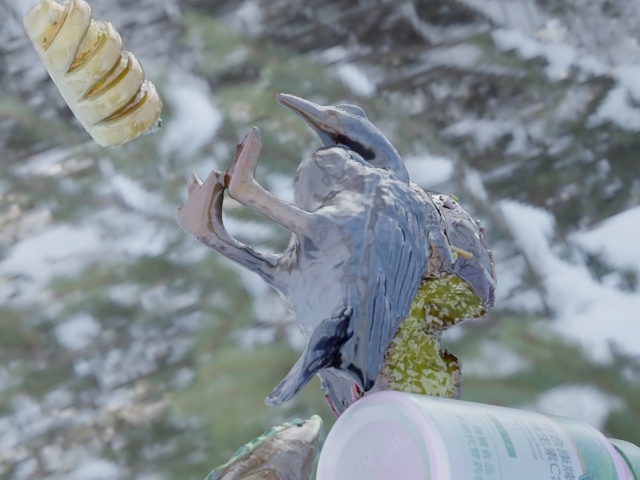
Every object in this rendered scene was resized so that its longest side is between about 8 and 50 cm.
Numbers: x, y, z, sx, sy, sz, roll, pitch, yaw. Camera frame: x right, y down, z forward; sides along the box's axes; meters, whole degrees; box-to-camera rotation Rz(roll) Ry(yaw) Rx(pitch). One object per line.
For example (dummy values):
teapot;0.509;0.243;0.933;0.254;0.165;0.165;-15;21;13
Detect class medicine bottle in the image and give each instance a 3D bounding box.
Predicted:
medicine bottle;0.136;0.189;1.280;0.274;0.133;0.133;12;39;-43

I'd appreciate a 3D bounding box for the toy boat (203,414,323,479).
toy boat;-0.086;0.291;1.940;0.108;0.293;0.099;48;-22;-4

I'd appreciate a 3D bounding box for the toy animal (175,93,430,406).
toy animal;0.000;0.000;1.303;0.122;0.185;0.298;-48;-145;32

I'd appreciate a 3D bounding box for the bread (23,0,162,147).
bread;-0.222;-0.165;1.709;0.177;0.084;0.119;56;-2;-24

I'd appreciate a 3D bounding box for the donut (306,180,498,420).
donut;0.070;0.058;1.518;0.216;0.096;0.230;23;-72;63
